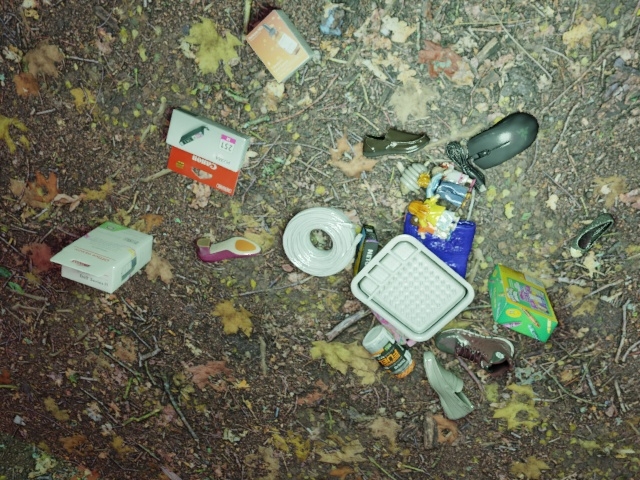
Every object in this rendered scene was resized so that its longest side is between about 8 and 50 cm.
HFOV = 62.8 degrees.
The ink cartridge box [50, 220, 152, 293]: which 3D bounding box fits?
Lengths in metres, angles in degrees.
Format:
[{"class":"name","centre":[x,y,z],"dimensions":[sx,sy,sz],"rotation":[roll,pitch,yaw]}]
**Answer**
[{"class":"ink cartridge box","centre":[-0.799,0.070,1.930],"dimensions":[0.207,0.353,0.119],"rotation":[18,116,6]}]

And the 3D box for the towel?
[{"class":"towel","centre":[0.376,0.067,1.745],"dimensions":[0.227,0.076,0.308],"rotation":[11,114,13]}]

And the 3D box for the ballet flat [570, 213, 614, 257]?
[{"class":"ballet flat","centre":[0.857,-0.014,1.663],"dimensions":[0.057,0.049,0.173],"rotation":[31,117,0]}]

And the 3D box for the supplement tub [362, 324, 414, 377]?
[{"class":"supplement tub","centre":[0.258,0.416,1.960],"dimensions":[0.117,0.117,0.190],"rotation":[-40,100,25]}]

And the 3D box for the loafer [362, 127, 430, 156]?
[{"class":"loafer","centre":[0.235,-0.316,1.663],"dimensions":[0.220,0.080,0.078],"rotation":[-6,112,16]}]

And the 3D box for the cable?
[{"class":"cable","centre":[0.000,0.000,1.856],"dimensions":[0.257,0.089,0.257],"rotation":[26,117,2]}]

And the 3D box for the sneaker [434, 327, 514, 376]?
[{"class":"sneaker","centre":[0.547,0.400,1.857],"dimensions":[0.281,0.162,0.107],"rotation":[4,114,11]}]

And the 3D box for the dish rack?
[{"class":"dish rack","centre":[0.299,0.151,1.721],"dimensions":[0.333,0.072,0.285],"rotation":[39,113,-7]}]

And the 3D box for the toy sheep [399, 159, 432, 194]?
[{"class":"toy sheep","centre":[0.308,-0.206,1.696],"dimensions":[0.091,0.091,0.132],"rotation":[38,102,-5]}]

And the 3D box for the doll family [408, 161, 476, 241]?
[{"class":"doll family","centre":[0.363,-0.131,1.613],"dimensions":[0.163,0.118,0.263],"rotation":[24,89,10]}]

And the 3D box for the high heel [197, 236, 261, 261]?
[{"class":"high heel","centre":[-0.343,0.051,1.982],"dimensions":[0.244,0.082,0.117],"rotation":[0,142,0]}]

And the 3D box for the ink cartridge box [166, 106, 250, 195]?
[{"class":"ink cartridge box","centre":[-0.408,-0.303,1.838],"dimensions":[0.275,0.060,0.239],"rotation":[23,115,3]}]

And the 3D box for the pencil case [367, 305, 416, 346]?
[{"class":"pencil case","centre":[0.249,0.249,1.887],"dimensions":[0.124,0.124,0.284],"rotation":[-36,100,24]}]

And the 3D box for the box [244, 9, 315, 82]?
[{"class":"box","centre":[-0.123,-0.600,1.620],"dimensions":[0.130,0.091,0.170],"rotation":[-34,102,24]}]

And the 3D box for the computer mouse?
[{"class":"computer mouse","centre":[0.542,-0.282,1.610],"dimensions":[0.272,0.072,0.188],"rotation":[-34,101,24]}]

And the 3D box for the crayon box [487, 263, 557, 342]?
[{"class":"crayon box","centre":[0.638,0.192,1.679],"dimensions":[0.165,0.278,0.081],"rotation":[23,116,3]}]

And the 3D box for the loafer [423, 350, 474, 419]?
[{"class":"loafer","centre":[0.479,0.536,1.970],"dimensions":[0.111,0.112,0.319],"rotation":[-24,114,16]}]

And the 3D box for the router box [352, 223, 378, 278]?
[{"class":"router box","centre":[0.154,0.052,1.813],"dimensions":[0.046,0.133,0.179],"rotation":[8,115,-6]}]
